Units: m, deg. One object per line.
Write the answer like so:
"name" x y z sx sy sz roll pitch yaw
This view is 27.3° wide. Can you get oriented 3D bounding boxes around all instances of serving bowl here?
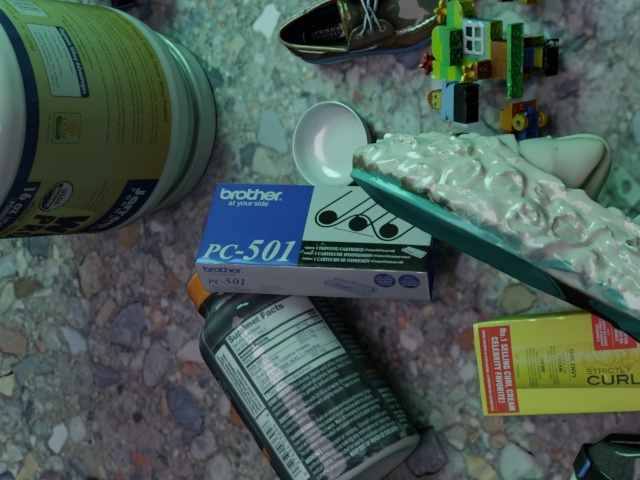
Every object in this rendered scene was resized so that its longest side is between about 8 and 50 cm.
"serving bowl" 0.015 -0.089 1.241 0.083 0.027 0.083 2 94 33

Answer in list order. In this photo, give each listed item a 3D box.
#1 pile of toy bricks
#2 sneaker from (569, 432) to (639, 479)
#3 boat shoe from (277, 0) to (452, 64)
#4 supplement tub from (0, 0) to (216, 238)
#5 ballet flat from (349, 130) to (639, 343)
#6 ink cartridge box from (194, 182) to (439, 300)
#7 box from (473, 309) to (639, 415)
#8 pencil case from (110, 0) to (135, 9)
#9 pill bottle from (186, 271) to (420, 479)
"pile of toy bricks" 0.128 -0.156 1.119 0.105 0.118 0.212 18 113 49
"sneaker" 0.292 0.226 1.050 0.216 0.079 0.121 22 105 31
"boat shoe" 0.043 -0.197 1.192 0.183 0.066 0.066 -16 84 33
"supplement tub" -0.269 -0.116 1.251 0.228 0.316 0.228 2 94 33
"ballet flat" 0.221 0.002 0.996 0.408 0.147 0.147 31 109 20
"ink cartridge box" 0.000 0.000 1.176 0.207 0.046 0.097 1 51 12
"box" 0.245 0.096 1.085 0.232 0.058 0.087 -6 89 33
"pencil case" -0.221 -0.390 1.321 0.133 0.119 0.306 -1 93 -9
"pill bottle" -0.026 0.119 1.220 0.130 0.130 0.246 -44 70 27
